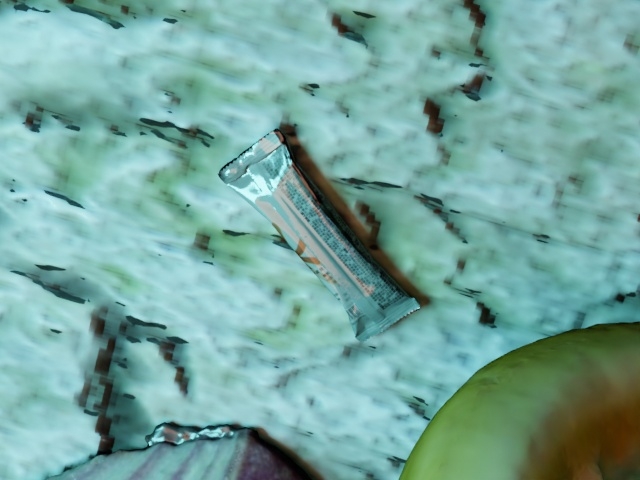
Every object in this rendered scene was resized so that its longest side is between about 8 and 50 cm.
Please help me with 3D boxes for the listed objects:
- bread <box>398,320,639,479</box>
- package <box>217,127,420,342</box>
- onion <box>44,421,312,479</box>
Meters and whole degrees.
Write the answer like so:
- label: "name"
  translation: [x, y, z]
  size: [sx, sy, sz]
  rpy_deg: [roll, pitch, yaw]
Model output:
- label: "bread"
  translation: [0.213, 0.208, 0.646]
  size: [0.424, 0.329, 0.245]
  rpy_deg: [16, 113, -6]
- label: "package"
  translation: [0.000, 0.000, 0.757]
  size: [0.037, 0.015, 0.110]
  rpy_deg: [-35, 102, 19]
- label: "onion"
  translation: [-0.088, 0.234, 0.815]
  size: [0.250, 0.111, 0.247]
  rpy_deg: [-21, 106, 13]
